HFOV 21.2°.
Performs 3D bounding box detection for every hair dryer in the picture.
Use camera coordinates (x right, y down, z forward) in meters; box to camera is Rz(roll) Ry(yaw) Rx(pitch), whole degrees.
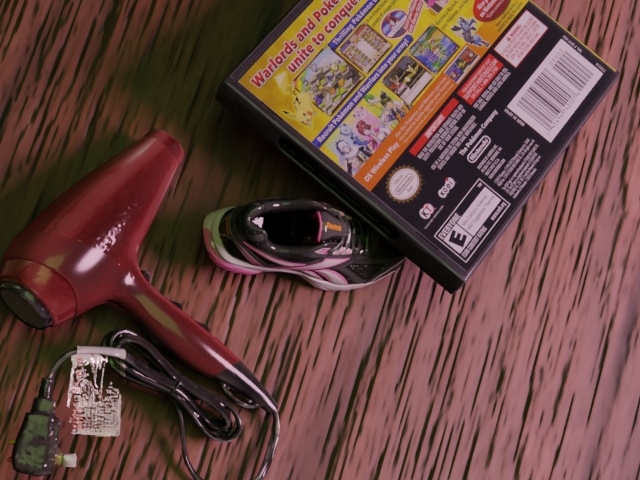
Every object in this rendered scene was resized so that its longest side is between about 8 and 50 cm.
[{"bbox_3d":[-0.147,0.053,1.354,0.223,0.080,0.293,7,76,-31],"label":"hair dryer"}]

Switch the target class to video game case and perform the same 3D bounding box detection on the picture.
[{"bbox_3d":[0.087,-0.128,1.419,0.248,0.035,0.275,40,58,0],"label":"video game case"}]

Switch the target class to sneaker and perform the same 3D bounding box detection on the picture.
[{"bbox_3d":[0.000,0.000,1.368,0.178,0.077,0.072,-1,78,-28],"label":"sneaker"}]
